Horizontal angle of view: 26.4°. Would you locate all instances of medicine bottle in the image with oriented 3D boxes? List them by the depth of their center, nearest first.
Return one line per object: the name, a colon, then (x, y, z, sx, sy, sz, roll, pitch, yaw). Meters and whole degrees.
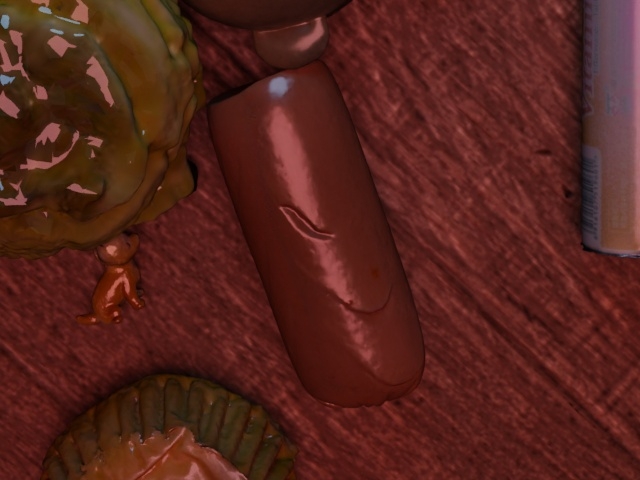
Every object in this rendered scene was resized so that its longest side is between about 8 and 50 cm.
medicine bottle: (0.265, -0.202, 1.149, 0.108, 0.108, 0.426, -3, 105, -2)

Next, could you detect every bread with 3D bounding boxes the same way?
bread: (-0.137, 0.239, 1.209, 0.239, 0.139, 0.240, 0, 103, 1)

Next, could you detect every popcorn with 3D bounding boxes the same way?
popcorn: (-0.223, -0.106, 1.050, 0.292, 0.237, 0.293, 0, 117, 0)

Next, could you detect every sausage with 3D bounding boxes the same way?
sausage: (0.000, 0.001, 1.170, 0.121, 0.121, 0.304, -19, 102, 2)

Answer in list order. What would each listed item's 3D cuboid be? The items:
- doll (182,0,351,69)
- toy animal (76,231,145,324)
doll: (0.004, -0.307, 1.069, 0.235, 0.174, 0.330, 43, 100, -2)
toy animal: (-0.190, 0.027, 1.202, 0.081, 0.060, 0.083, -23, 111, 2)
